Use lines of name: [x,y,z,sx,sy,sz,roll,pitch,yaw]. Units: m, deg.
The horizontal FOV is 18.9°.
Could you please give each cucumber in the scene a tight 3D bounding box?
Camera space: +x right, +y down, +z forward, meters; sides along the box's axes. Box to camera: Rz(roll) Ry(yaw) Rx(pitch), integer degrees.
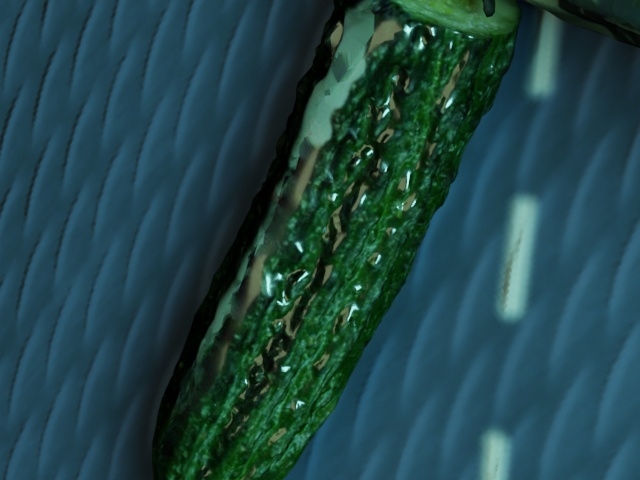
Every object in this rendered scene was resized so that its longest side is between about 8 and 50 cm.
cucumber: [0.001,0.000,0.750,0.077,0.077,0.265,37,112,31]

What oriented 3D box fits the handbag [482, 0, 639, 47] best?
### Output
handbag: [0.169,-0.196,0.574,0.327,0.162,0.325,27,103,40]
